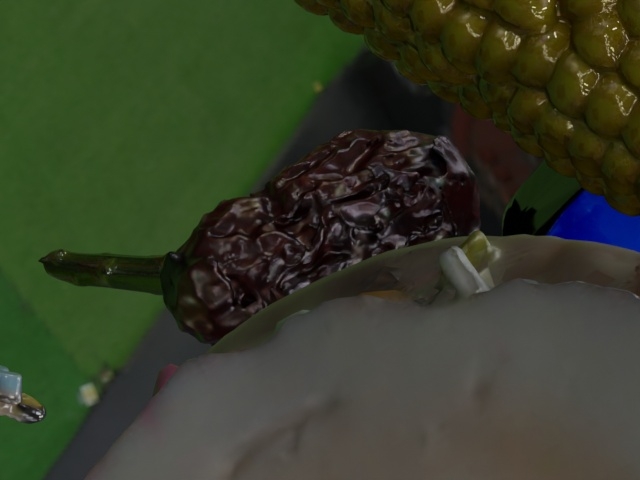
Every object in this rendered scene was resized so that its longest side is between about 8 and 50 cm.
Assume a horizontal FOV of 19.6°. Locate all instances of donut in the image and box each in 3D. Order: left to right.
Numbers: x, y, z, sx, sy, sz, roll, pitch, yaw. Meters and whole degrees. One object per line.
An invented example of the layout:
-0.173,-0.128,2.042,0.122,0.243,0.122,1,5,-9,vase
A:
0.057,0.183,0.567,0.142,0.382,0.382,19,57,-54,donut

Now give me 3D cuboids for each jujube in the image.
0.000,0.003,0.905,0.166,0.104,0.104,-20,87,-13,jujube

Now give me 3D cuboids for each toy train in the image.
0.157,-0.014,0.884,0.131,0.083,0.204,32,21,-9,toy train

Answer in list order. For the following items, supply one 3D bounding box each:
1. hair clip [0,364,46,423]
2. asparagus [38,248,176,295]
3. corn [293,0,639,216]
-0.264,0.077,1.114,0.214,0.062,0.056,5,102,-30,hair clip
-0.122,0.017,1.117,0.021,0.108,0.025,57,45,-51,asparagus
0.074,-0.053,0.394,0.260,0.091,0.091,34,42,22,corn
